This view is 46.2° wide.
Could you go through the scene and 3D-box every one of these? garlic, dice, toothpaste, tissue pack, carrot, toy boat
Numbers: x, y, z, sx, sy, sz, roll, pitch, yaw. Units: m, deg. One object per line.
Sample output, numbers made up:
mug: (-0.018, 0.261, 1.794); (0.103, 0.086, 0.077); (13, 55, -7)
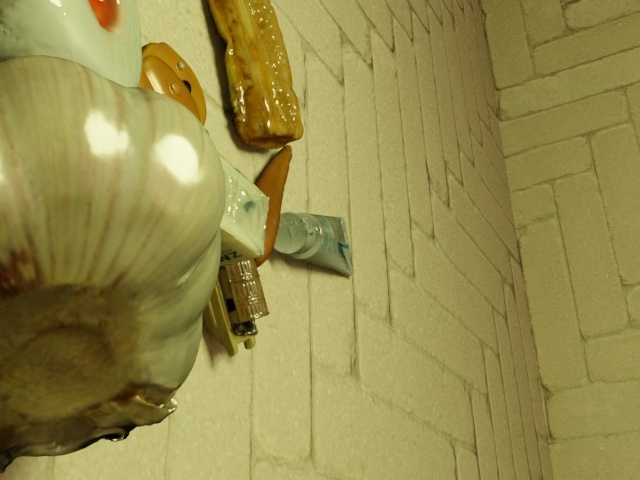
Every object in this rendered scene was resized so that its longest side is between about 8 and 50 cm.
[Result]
garlic: (-0.217, 0.014, 0.558); (0.322, 0.241, 0.321); (-30, 132, -40)
dice: (-0.269, -0.195, 0.623); (0.193, 0.192, 0.194); (55, 27, -77)
toothpaste: (0.000, 0.000, 1.276); (0.299, 0.073, 0.114); (14, 63, -70)
tissue pack: (-0.171, -0.024, 0.769); (0.148, 0.196, 0.092); (41, 41, -50)
carrot: (-0.086, -0.058, 1.131); (0.069, 0.069, 0.336); (59, 25, -30)
toy boat: (-0.123, 0.034, 0.967); (0.068, 0.088, 0.225); (-13, 89, -64)

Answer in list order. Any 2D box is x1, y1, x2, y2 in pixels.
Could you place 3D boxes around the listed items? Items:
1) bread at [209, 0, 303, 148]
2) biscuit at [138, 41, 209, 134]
bread: (-0.109, -0.278, 1.182); (0.139, 0.077, 0.270); (-5, 80, -61)
biscuit: (-0.193, -0.174, 0.979); (0.170, 0.050, 0.170); (39, 43, -51)
